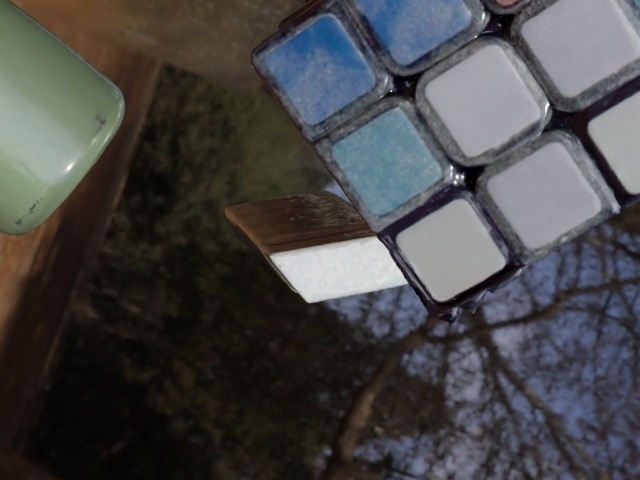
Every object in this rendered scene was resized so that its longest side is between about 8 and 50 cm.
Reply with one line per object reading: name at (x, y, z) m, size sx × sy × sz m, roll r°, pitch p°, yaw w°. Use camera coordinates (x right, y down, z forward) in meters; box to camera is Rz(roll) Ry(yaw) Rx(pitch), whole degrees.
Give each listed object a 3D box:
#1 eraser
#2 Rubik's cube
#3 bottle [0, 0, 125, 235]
eraser at (0.000, 0.000, 1.756) m, size 0.397 × 0.213 × 0.082 m, roll -143°, pitch -136°, yaw -74°
Rubik's cube at (0.185, -0.186, 1.342) m, size 0.362 × 0.363 × 0.359 m, roll -32°, pitch -173°, yaw 24°
bottle at (-0.340, -0.163, 1.050) m, size 0.168 × 0.347 × 0.168 m, roll -42°, pitch -159°, yaw 21°
